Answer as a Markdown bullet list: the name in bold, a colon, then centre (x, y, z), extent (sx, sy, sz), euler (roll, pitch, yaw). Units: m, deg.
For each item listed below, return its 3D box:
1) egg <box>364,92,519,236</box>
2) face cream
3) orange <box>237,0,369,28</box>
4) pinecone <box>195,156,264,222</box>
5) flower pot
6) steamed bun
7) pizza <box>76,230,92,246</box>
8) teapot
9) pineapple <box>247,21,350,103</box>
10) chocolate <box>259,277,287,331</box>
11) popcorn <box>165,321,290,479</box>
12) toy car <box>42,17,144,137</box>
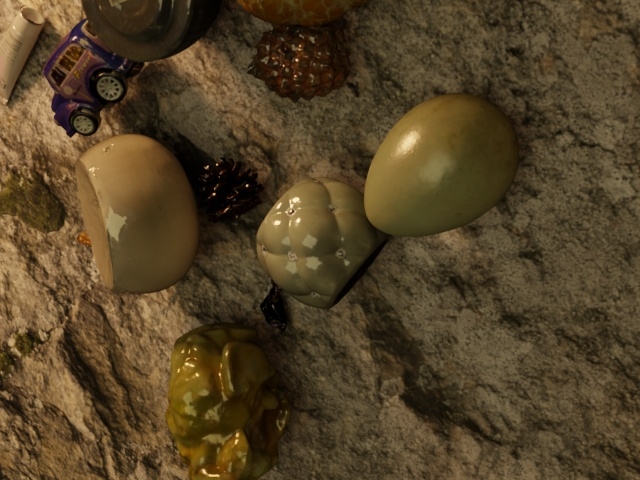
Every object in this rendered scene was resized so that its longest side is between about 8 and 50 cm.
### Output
- **egg**: centre (0.199, -0.121, 1.486), extent (0.295, 0.218, 0.218), euler (-35, 89, 18)
- **face cream**: centre (-0.679, -0.410, 1.899), extent (0.092, 0.058, 0.243), euler (45, 124, 1)
- **orange**: centre (-0.034, -0.520, 1.447), extent (0.329, 0.249, 0.329), euler (2, 98, 14)
- **pinecone**: centre (-0.184, -0.102, 1.723), extent (0.140, 0.140, 0.120), euler (-35, 80, 29)
- **flower pot**: centre (0.000, 0.000, 1.613), extent (0.195, 0.246, 0.246), euler (39, 117, 8)
- **steamed bun**: centre (-0.358, -0.055, 1.738), extent (0.324, 0.206, 0.324), euler (166, 90, -68)
- **pizza**: centre (-0.524, -0.004, 1.972), extent (0.083, 0.016, 0.037), euler (4, 108, 27)
- **teapot**: centre (-0.286, -0.505, 1.586), extent (0.240, 0.239, 0.321), euler (8, 113, 21)
- **pineapple**: centre (-0.048, -0.328, 1.575), extent (0.193, 0.166, 0.166), euler (-12, 100, 23)
- **chocolate**: centre (-0.092, 0.115, 1.788), extent (0.072, 0.070, 0.147), euler (36, 120, 42)
- **popcorn**: centre (-0.213, 0.343, 1.786), extent (0.294, 0.292, 0.334), euler (-21, 92, 33)
- **toy car**: centre (-0.464, -0.329, 1.727), extent (0.158, 0.172, 0.235), euler (37, 118, -17)
